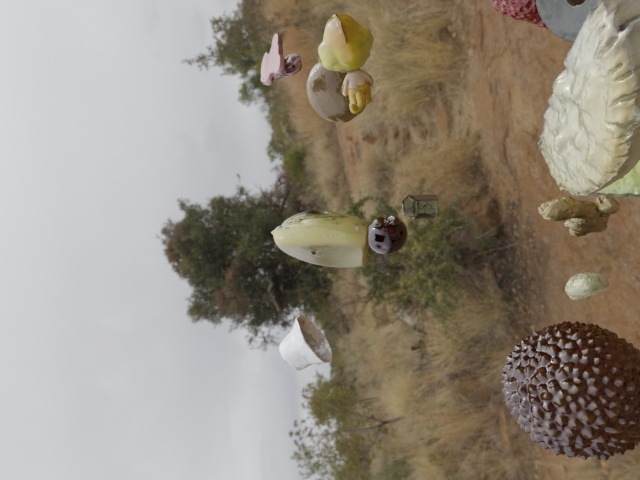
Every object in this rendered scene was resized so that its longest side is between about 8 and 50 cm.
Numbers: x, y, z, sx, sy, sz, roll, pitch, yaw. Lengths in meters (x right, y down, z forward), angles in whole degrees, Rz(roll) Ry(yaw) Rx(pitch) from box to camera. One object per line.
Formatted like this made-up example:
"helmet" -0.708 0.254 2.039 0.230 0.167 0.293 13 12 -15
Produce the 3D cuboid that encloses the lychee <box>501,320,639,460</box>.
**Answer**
"lychee" 0.578 0.333 1.075 0.306 0.330 0.306 43 144 42

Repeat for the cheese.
"cheese" 0.000 0.000 1.499 0.260 0.315 0.128 85 -164 -59

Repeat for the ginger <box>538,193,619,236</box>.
"ginger" 0.628 -0.057 1.171 0.133 0.213 0.059 96 169 -56

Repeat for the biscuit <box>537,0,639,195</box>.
"biscuit" 0.367 -0.167 0.635 0.281 0.084 0.179 80 -176 -51

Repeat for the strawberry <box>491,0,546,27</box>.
"strawberry" 0.572 -0.644 1.236 0.205 0.244 0.205 -47 25 30

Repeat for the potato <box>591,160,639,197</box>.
"potato" 1.022 -0.276 1.481 0.330 0.212 0.280 9 112 42

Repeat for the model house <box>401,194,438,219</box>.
"model house" 0.225 -0.082 1.095 0.057 0.083 0.058 66 -156 -71

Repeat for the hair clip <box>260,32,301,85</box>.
"hair clip" -0.135 -0.507 1.372 0.102 0.138 0.123 16 -110 -58

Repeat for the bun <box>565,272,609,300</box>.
"bun" 0.772 0.127 1.395 0.115 0.115 0.069 81 171 -72

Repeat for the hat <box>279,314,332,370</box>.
"hat" -0.064 0.372 1.669 0.203 0.126 0.203 49 -170 -12

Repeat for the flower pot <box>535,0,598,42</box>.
"flower pot" 0.607 -0.545 0.980 0.380 0.251 0.379 57 169 18

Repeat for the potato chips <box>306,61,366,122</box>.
"potato chips" 0.053 -0.471 1.468 0.062 0.195 0.208 -58 -24 -83

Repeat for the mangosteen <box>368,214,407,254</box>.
"mangosteen" 0.235 -0.027 1.708 0.152 0.152 0.153 169 90 -89

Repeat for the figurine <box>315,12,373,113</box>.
"figurine" 0.075 -0.457 1.229 0.131 0.156 0.246 -106 -9 -51
